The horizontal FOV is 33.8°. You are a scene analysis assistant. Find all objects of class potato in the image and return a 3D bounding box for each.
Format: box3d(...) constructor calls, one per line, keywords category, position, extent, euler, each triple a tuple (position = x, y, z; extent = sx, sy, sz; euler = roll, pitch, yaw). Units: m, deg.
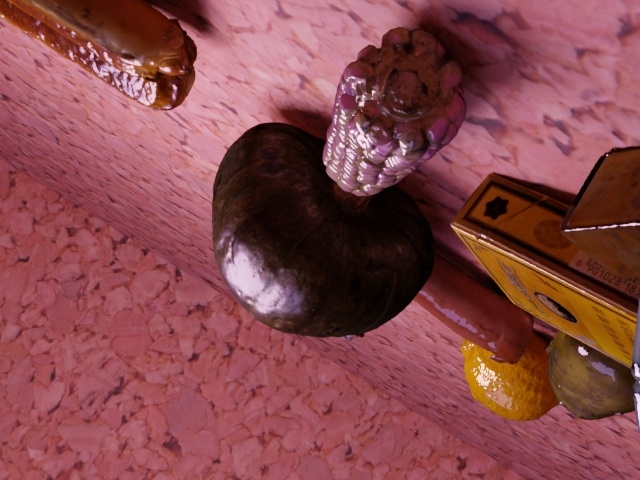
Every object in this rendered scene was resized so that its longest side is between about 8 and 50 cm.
box3d(category="potato", position=(0.380, 0.170, 1.420), extent=(0.149, 0.113, 0.251), euler=(37, 160, 18))

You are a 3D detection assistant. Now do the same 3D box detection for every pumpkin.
box3d(category="pumpkin", position=(0.000, 0.000, 1.367), extent=(0.325, 0.242, 0.232), euler=(31, -149, -7))

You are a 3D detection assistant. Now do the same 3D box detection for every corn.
box3d(category="corn", position=(0.070, -0.118, 1.100), extent=(0.126, 0.127, 0.335), euler=(33, 172, 1))

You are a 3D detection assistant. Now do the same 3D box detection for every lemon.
box3d(category="lemon", position=(0.300, 0.205, 1.659), extent=(0.187, 0.142, 0.142), euler=(36, 168, 14))

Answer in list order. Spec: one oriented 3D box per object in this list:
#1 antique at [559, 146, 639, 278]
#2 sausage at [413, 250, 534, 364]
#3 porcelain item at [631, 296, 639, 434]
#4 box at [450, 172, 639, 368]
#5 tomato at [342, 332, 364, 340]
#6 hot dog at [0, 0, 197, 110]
box3d(category="antique", position=(0.327, -0.030, 0.855), extent=(0.087, 0.093, 0.310), euler=(37, 166, -16))
box3d(category="sausage", position=(0.135, 0.038, 1.542), extent=(0.419, 0.094, 0.094), euler=(35, -177, -10))
box3d(category="porcelain item", position=(0.400, 0.106, 0.786), extent=(0.281, 0.157, 0.286), euler=(7, 174, -30))
box3d(category="box", position=(0.305, 0.054, 1.148), extent=(0.301, 0.084, 0.193), euler=(31, 168, 46))
box3d(category="tomato", position=(0.014, 0.041, 1.667), extent=(0.214, 0.181, 0.155), euler=(46, 168, -34))
box3d(category="hot dog", position=(-0.295, -0.293, 1.305), extent=(0.349, 0.117, 0.158), euler=(32, 161, 12))
